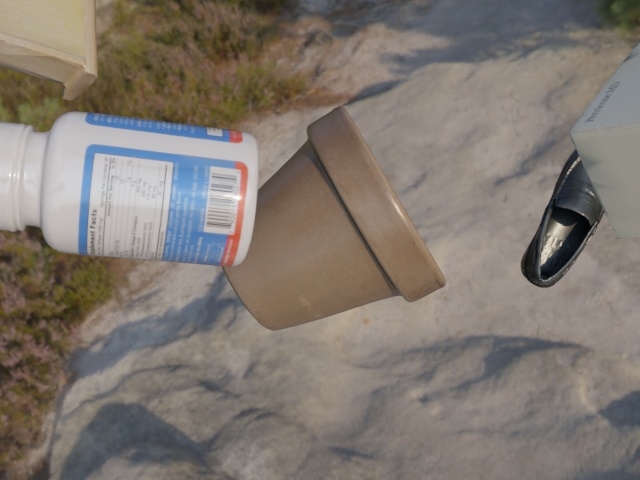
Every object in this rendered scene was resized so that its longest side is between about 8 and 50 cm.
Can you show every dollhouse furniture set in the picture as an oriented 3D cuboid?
[{"bbox_3d":[-0.490,-0.225,0.988,0.394,0.256,0.362,-28,61,43],"label":"dollhouse furniture set"}]

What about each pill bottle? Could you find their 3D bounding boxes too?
[{"bbox_3d":[-0.171,-0.046,0.675,0.221,0.124,0.124,6,35,-12],"label":"pill bottle"}]

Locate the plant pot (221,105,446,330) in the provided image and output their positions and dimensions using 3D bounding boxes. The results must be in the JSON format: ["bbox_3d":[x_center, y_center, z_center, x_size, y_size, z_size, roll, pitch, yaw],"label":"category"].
[{"bbox_3d":[0.000,0.000,0.990,0.229,0.263,0.263,-32,36,6],"label":"plant pot"}]

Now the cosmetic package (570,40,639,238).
[{"bbox_3d":[0.359,-0.094,0.541,0.309,0.113,0.160,-3,37,50],"label":"cosmetic package"}]

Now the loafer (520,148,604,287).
[{"bbox_3d":[0.330,-0.040,0.996,0.076,0.078,0.223,27,94,3],"label":"loafer"}]
